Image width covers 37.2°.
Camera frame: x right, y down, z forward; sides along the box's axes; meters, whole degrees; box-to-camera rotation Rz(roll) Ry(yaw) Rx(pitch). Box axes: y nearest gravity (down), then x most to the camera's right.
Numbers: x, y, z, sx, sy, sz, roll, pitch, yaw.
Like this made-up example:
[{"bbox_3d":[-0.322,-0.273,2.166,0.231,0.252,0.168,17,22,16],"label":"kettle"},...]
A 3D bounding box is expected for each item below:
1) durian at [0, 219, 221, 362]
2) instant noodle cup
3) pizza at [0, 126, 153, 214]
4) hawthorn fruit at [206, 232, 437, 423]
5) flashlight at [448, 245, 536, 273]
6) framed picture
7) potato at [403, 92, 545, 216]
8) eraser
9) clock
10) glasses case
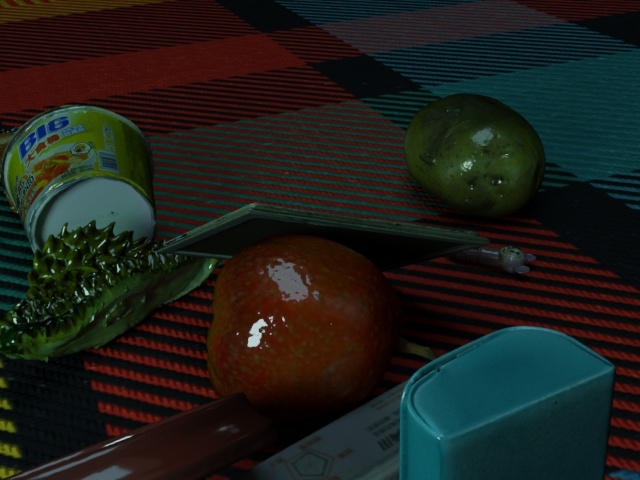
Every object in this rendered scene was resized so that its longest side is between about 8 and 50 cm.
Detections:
[{"bbox_3d":[-0.260,0.053,1.078,0.106,0.132,0.375,32,36,29],"label":"durian"},{"bbox_3d":[-0.299,-0.055,1.228,0.205,0.205,0.153,-12,36,-17],"label":"instant noodle cup"},{"bbox_3d":[-0.382,-0.117,1.475,0.251,0.074,0.288,-11,29,-15],"label":"pizza"},{"bbox_3d":[0.001,0.091,0.918,0.225,0.196,0.196,7,28,8],"label":"hawthorn fruit"},{"bbox_3d":[0.214,0.018,1.201,0.110,0.031,0.052,10,30,24],"label":"flashlight"},{"bbox_3d":[0.000,0.000,1.036,0.296,0.019,0.232,7,-14,-32],"label":"framed picture"},{"bbox_3d":[0.218,-0.130,1.370,0.197,0.148,0.228,-12,28,13],"label":"potato"},{"bbox_3d":[0.036,0.198,0.835,0.352,0.061,0.089,-22,32,-33],"label":"eraser"},{"bbox_3d":[-0.180,0.198,0.698,0.318,0.080,0.318,-20,-5,-2],"label":"clock"},{"bbox_3d":[0.098,0.201,0.560,0.117,0.301,0.070,-16,31,-25],"label":"glasses case"}]
